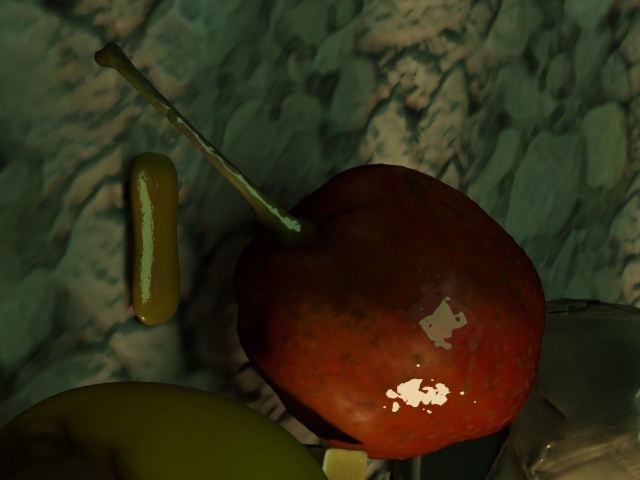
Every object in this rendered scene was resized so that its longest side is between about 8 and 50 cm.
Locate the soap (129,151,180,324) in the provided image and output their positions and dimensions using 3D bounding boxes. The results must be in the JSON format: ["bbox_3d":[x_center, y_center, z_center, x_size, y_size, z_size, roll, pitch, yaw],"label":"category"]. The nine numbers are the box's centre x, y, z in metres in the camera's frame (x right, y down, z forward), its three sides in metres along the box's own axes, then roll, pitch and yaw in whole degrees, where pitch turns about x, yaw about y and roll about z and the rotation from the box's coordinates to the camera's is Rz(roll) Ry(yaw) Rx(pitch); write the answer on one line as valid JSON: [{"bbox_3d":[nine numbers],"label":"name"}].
[{"bbox_3d":[-0.085,-0.001,0.929,0.034,0.012,0.089,-5,96,-49],"label":"soap"}]

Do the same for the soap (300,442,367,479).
[{"bbox_3d":[-0.038,0.227,0.931,0.037,0.092,0.252,18,78,-43],"label":"soap"}]

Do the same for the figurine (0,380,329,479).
[{"bbox_3d":[-0.119,0.190,0.723,0.187,0.215,0.343,62,36,-11],"label":"figurine"}]

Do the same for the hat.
[{"bbox_3d":[0.167,0.169,1.118,0.232,0.161,0.275,47,61,-34],"label":"hat"}]

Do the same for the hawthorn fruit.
[{"bbox_3d":[0.000,0.000,0.920,0.285,0.165,0.165,46,59,-36],"label":"hawthorn fruit"}]
